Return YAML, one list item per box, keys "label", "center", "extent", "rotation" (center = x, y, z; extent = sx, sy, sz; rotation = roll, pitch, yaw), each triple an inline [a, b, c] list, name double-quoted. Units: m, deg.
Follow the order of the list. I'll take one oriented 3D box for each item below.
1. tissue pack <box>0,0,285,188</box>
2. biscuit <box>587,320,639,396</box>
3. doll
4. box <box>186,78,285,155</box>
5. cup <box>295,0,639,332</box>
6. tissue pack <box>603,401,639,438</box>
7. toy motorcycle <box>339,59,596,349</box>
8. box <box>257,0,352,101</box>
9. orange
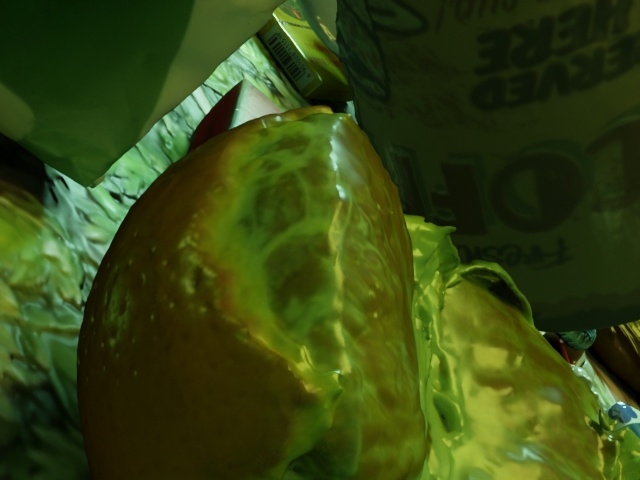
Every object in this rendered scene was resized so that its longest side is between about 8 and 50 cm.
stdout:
- label: "tissue pack"
  center: [-0.177, -0.229, 0.533]
  extent: [0.356, 0.194, 0.266]
  rotation: [36, 25, -34]
- label: "biscuit"
  center: [0.267, 0.033, 1.160]
  extent: [0.318, 0.040, 0.318]
  rotation: [41, 23, -22]
- label: "doll"
  center: [0.177, 0.092, 0.892]
  extent: [0.058, 0.040, 0.085]
  rotation: [67, 14, 6]
- label: "box"
  center: [0.001, -0.001, 0.697]
  extent: [0.175, 0.048, 0.112]
  rotation: [42, 24, -19]
- label: "cup"
  center: [0.085, -0.135, 0.639]
  extent: [0.301, 0.227, 0.257]
  rotation: [29, -26, 40]
- label: "tissue pack"
  center: [0.231, 0.162, 0.883]
  extent: [0.062, 0.042, 0.083]
  rotation: [32, 27, -44]
- label: "toy motorcycle"
  center: [0.107, -0.058, 0.913]
  extent: [0.315, 0.113, 0.169]
  rotation: [55, 19, 6]
- label: "box"
  center: [-0.031, -0.172, 0.946]
  extent: [0.155, 0.023, 0.087]
  rotation: [55, 25, 12]
- label: "orange"
  center: [0.009, 0.073, 0.450]
  extent: [0.237, 0.158, 0.179]
  rotation: [37, 32, -37]
